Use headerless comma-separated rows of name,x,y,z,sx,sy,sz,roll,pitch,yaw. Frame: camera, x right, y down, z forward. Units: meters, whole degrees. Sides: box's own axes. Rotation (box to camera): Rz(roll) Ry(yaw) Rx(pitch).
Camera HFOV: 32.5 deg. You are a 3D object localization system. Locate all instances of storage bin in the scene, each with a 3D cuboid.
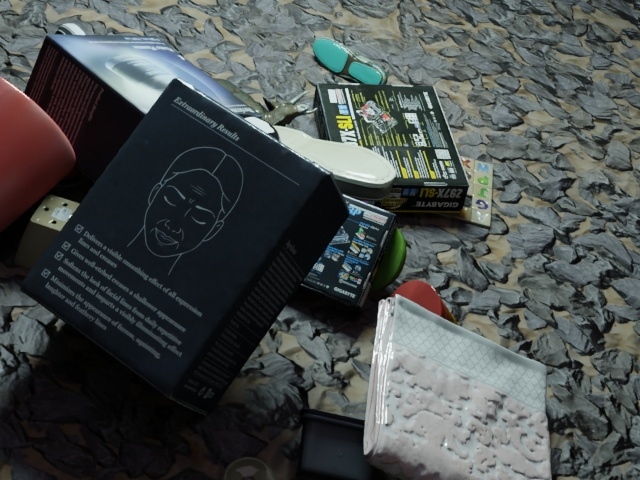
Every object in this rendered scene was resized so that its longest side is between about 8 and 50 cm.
storage bin,0.025,0.314,1.647,0.135,0.098,0.091,14,71,-4

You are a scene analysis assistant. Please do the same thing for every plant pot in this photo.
plant pot,-0.436,-0.012,1.823,0.109,0.096,0.109,18,43,2
plant pot,-0.573,-0.117,1.759,0.275,0.275,0.243,28,68,12

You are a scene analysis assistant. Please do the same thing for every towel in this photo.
towel,0.222,0.265,1.690,0.332,0.053,0.317,27,44,-18

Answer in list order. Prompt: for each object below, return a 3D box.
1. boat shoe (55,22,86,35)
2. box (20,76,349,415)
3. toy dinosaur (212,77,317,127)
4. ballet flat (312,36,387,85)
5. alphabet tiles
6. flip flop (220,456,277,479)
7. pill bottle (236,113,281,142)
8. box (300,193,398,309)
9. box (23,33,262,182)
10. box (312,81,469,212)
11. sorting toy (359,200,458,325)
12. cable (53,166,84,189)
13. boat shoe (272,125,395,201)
boat shoe,-0.488,-0.345,2.171,0.076,0.080,0.228,-14,59,-31
box,-0.194,0.012,1.657,0.293,0.212,0.395,34,83,17
toy dinosaur,-0.182,-0.260,2.170,0.314,0.121,0.160,21,31,11
ballet flat,0.067,-0.385,2.403,0.188,0.070,0.070,36,46,17
alphabet tiles,0.231,-0.121,2.210,0.237,0.009,0.198,15,43,-3
flip flop,-0.073,0.408,1.515,0.112,0.080,0.277,-1,46,-19
pill bottle,-0.146,-0.102,1.917,0.123,0.219,0.122,9,43,-9
box,0.000,0.000,1.902,0.220,0.051,0.175,21,82,11
box,-0.317,-0.222,1.957,0.294,0.182,0.296,39,27,20
box,0.134,-0.190,2.189,0.257,0.079,0.322,-2,45,-11
sorting toy,0.144,0.056,1.958,0.126,0.127,0.365,19,30,-43
cable,-0.536,-0.110,1.945,0.287,0.072,0.139,-31,77,-25
boat shoe,-0.001,-0.124,2.004,0.324,0.096,0.117,19,34,32
